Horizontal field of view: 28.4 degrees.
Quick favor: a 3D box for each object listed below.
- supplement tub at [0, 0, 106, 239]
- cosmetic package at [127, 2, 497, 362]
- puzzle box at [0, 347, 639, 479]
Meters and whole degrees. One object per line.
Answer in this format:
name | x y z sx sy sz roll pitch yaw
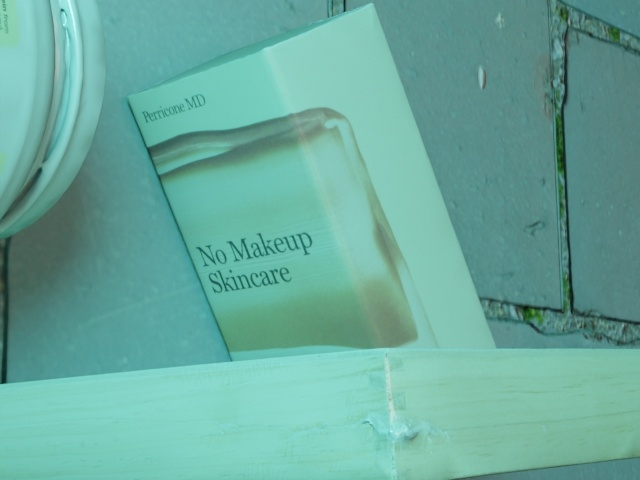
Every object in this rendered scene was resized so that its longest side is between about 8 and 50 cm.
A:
supplement tub | -0.266 -0.084 0.545 0.325 0.235 0.235 -8 88 -65
cosmetic package | 0.000 0.000 0.911 0.129 0.153 0.296 -32 104 -46
puzzle box | -0.027 0.096 0.676 0.272 0.409 0.052 5 79 -45
